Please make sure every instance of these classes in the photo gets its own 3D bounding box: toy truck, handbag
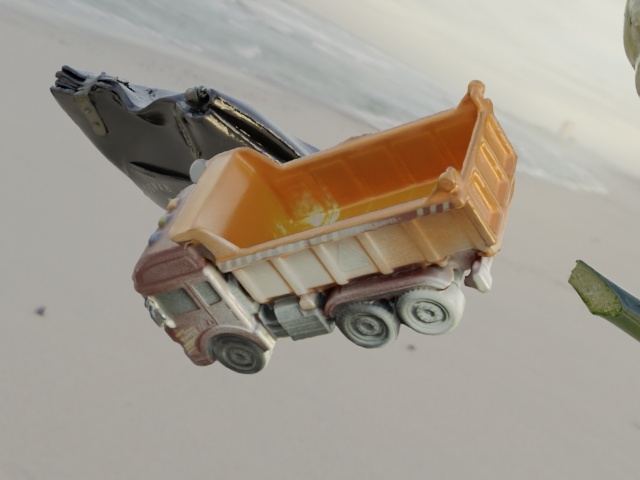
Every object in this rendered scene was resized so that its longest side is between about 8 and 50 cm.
[{"bbox_3d":[0.000,0.000,0.686,0.135,0.270,0.114,54,38,-27],"label":"toy truck"},{"bbox_3d":[-0.166,-0.125,1.321,0.342,0.152,0.288,12,-15,31],"label":"handbag"}]

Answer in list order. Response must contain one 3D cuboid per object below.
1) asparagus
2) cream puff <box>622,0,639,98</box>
[{"bbox_3d":[0.323,0.074,1.095,0.178,0.045,0.041,40,-11,43],"label":"asparagus"},{"bbox_3d":[0.465,-0.199,0.969,0.257,0.324,0.291,38,41,-29],"label":"cream puff"}]
